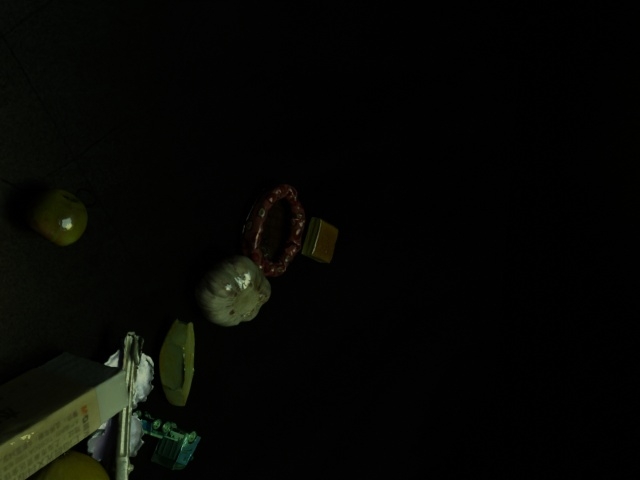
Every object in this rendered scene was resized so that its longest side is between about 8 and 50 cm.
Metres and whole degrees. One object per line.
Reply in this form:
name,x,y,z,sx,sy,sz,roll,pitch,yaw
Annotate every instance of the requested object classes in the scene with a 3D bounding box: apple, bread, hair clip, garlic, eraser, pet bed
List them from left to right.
eraser,-0.440,0.271,1.262,0.343,0.144,0.078,-33,126,-52
apple,-0.388,-0.034,1.296,0.074,0.089,0.090,-56,151,9
hair clip,-0.337,0.296,1.490,0.106,0.084,0.291,5,91,-24
garlic,-0.173,0.095,1.703,0.159,0.102,0.147,3,111,-48
pet bed,-0.098,-0.019,1.839,0.201,0.054,0.201,-33,132,-47
bread,0.000,0.000,2.027,0.094,0.035,0.090,28,75,-59

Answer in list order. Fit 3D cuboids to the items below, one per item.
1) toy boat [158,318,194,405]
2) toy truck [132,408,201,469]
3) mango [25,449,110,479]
toy boat,-0.263,0.230,1.634,0.066,0.065,0.172,-45,142,-73
toy truck,-0.296,0.366,1.616,0.175,0.067,0.081,42,65,-56
mango,-0.412,0.475,1.396,0.195,0.142,0.331,-27,130,-49
